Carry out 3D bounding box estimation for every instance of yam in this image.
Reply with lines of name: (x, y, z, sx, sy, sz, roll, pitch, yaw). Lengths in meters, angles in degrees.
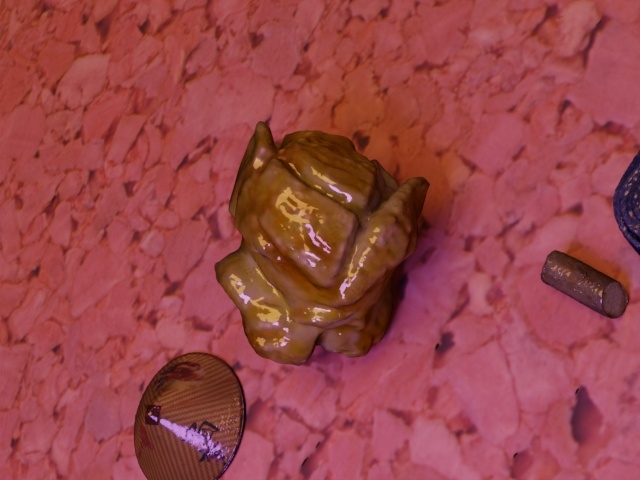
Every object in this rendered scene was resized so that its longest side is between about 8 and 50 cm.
yam: (0.281, 0.046, 1.156, 0.094, 0.043, 0.043, 32, 92, 40)

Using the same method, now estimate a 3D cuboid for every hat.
hat: (-0.196, 0.231, 1.409, 0.193, 0.082, 0.193, -13, 65, 31)

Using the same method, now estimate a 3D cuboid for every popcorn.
popcorn: (-0.006, 0.002, 1.280, 0.225, 0.276, 0.276, 18, 82, 3)

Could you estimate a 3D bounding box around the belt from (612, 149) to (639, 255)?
belt: (0.381, -0.073, 1.073, 0.218, 0.128, 0.122, -52, 50, 7)
